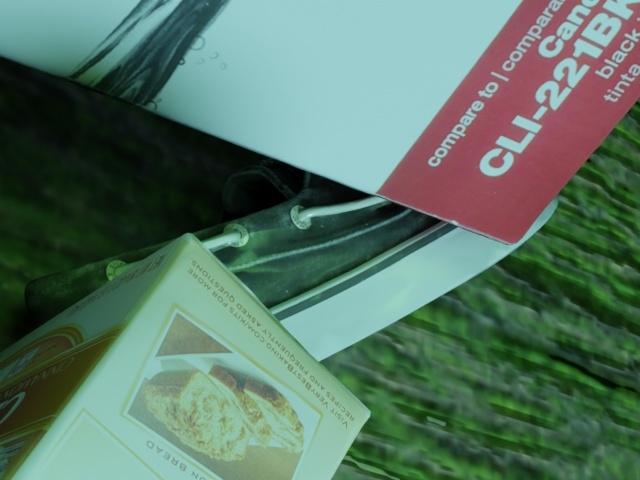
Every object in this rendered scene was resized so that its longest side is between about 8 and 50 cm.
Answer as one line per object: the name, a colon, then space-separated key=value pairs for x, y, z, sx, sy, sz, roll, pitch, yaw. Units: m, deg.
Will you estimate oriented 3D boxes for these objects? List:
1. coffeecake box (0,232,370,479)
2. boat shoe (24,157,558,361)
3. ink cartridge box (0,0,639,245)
coffeecake box: x=-0.089 y=0.102 z=0.343 sx=0.068 sy=0.142 sz=0.185 roll=45 pitch=49 yaw=-14
boat shoe: x=0.000 y=0.000 z=0.504 sx=0.219 sy=0.078 sz=0.070 roll=-26 pitch=90 yaw=-41
ink cartridge box: x=-0.041 y=-0.133 z=0.455 sx=0.273 sy=0.114 sz=0.197 roll=18 pitch=32 yaw=-32
